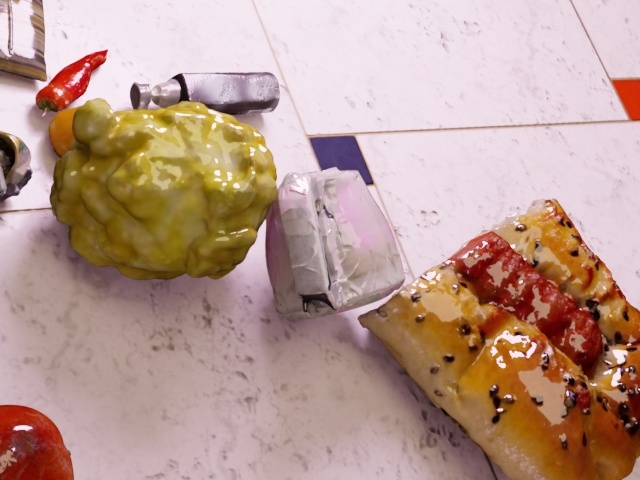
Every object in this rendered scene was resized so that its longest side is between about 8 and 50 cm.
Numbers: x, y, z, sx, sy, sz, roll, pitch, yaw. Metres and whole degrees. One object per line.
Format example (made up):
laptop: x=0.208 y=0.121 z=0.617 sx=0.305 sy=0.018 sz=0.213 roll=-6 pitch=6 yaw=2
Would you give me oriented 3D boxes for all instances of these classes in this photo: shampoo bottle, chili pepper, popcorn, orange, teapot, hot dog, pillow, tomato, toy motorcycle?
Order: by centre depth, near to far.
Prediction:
tomato: x=-0.312 y=0.235 z=1.413 sx=0.139 sy=0.091 sz=0.159 roll=-3 pitch=65 yaw=-33
toy motorcycle: x=-0.407 y=-0.059 z=1.516 sx=0.229 sy=0.130 sz=0.094 roll=-26 pitch=79 yaw=-41
popcorn: x=-0.182 y=-0.063 z=1.608 sx=0.250 sy=0.242 sz=0.235 roll=19 pitch=60 yaw=-6
teapot: x=-0.010 y=0.002 z=1.676 sx=0.222 sy=0.163 sz=0.178 roll=-20 pitch=95 yaw=-52
orange: x=-0.288 y=-0.129 z=1.687 sx=0.086 sy=0.062 sz=0.086 roll=14 pitch=56 yaw=-23
pillow: x=-0.398 y=-0.293 z=1.737 sx=0.113 sy=0.038 sz=0.203 roll=8 pitch=58 yaw=-30
chili pepper: x=-0.306 y=-0.206 z=1.738 sx=0.045 sy=0.027 sz=0.178 roll=10 pitch=36 yaw=21
hot dog: x=0.287 y=0.154 z=1.797 sx=0.367 sy=0.196 sz=0.365 roll=-32 pitch=85 yaw=-39
shampoo bottle: x=-0.153 y=-0.189 z=1.818 sx=0.208 sy=0.057 sz=0.063 roll=-6 pitch=72 yaw=-34
